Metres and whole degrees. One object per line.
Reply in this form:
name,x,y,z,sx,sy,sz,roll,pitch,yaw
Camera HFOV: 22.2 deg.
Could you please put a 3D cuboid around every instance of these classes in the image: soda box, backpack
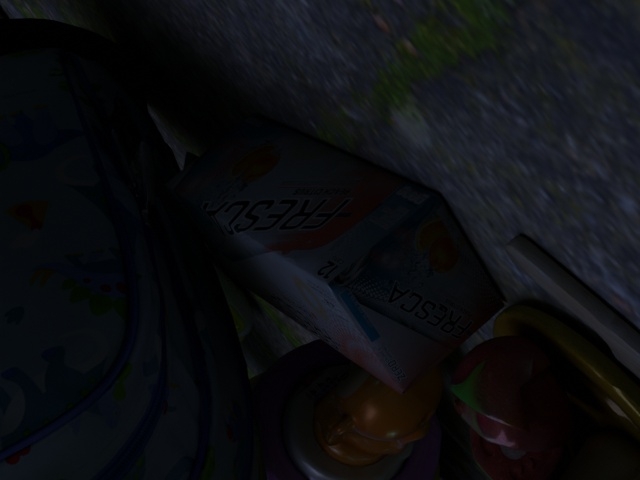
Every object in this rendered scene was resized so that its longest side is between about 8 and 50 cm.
soda box,0.000,0.000,0.703,0.063,0.058,0.183,56,167,-26
backpack,-0.173,0.060,0.812,0.273,0.290,0.355,85,163,-65

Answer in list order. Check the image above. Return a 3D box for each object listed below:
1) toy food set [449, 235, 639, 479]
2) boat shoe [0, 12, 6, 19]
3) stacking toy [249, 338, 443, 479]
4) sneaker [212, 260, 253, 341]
toy food set,0.090,0.095,0.624,0.128,0.071,0.218,45,167,26
boat shoe,-0.349,-0.219,1.203,0.324,0.123,0.116,58,168,-27
stacking toy,0.006,0.118,0.881,0.165,0.175,0.302,50,157,12
sneaker,-0.152,0.040,1.229,0.091,0.126,0.240,58,166,-30
